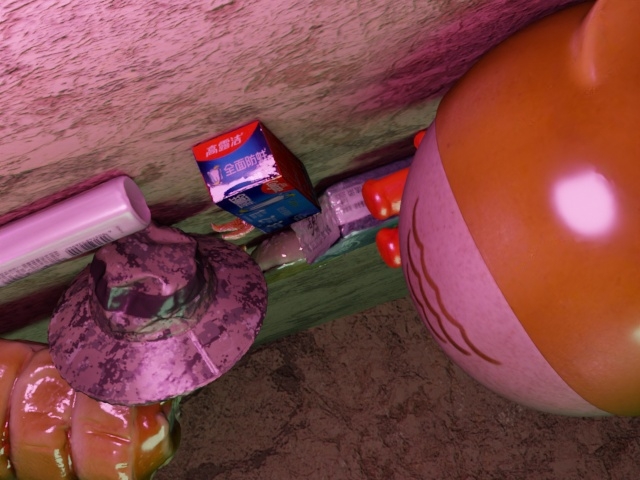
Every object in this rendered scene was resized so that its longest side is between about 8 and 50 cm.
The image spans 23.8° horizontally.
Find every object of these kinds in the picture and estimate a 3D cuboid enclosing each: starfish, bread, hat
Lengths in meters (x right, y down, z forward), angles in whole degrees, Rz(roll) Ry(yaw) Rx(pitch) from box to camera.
[{"bbox_3d":[-0.060,-0.035,1.892,0.130,0.041,0.133,-15,-178,20],"label":"starfish"},{"bbox_3d":[0.000,0.000,2.232,0.232,0.064,0.172,-23,173,25],"label":"bread"},{"bbox_3d":[-0.355,0.242,2.029,0.341,0.210,0.300,12,174,-4],"label":"bread"},{"bbox_3d":[-0.191,0.051,1.719,0.266,0.265,0.128,-20,141,-13],"label":"hat"}]

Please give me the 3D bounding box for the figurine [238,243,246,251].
[{"bbox_3d":[-0.212,0.075,2.016,0.234,0.127,0.185,-14,169,29],"label":"figurine"}]

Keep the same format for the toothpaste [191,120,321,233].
[{"bbox_3d":[-0.061,-0.062,1.624,0.076,0.066,0.320,-22,172,4],"label":"toothpaste"}]

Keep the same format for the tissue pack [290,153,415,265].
[{"bbox_3d":[0.104,-0.058,2.048,0.257,0.081,0.185,-20,172,-19],"label":"tissue pack"}]

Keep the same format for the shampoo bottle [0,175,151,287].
[{"bbox_3d":[-0.283,0.003,1.493,0.227,0.055,0.086,-22,172,7],"label":"shampoo bottle"}]

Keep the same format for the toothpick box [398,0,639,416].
[{"bbox_3d":[0.304,-0.039,1.511,0.409,0.408,0.425,-18,167,-23],"label":"toothpick box"}]

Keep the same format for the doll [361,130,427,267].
[{"bbox_3d":[0.217,-0.084,1.930,0.337,0.199,0.105,-24,-150,-10],"label":"doll"}]
